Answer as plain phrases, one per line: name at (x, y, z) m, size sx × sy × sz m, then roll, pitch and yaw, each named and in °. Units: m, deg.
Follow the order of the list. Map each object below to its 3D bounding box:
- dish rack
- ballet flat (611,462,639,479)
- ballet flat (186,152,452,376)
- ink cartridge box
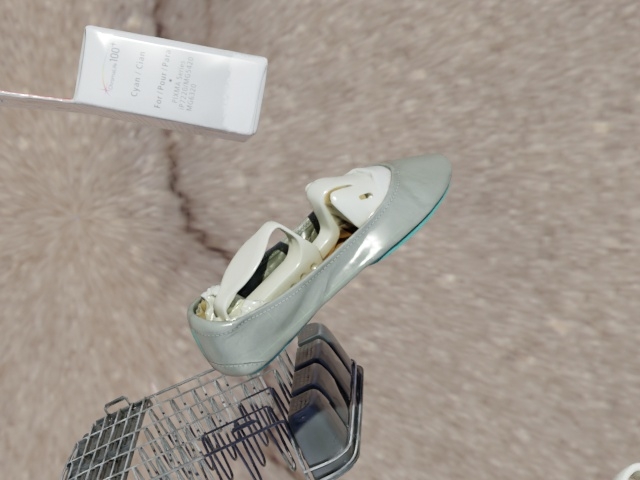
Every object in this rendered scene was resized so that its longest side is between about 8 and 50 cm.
dish rack at (-0.099, 0.173, 1.610) m, size 0.271 × 0.208 × 0.074 m, roll -24°, pitch 107°, yaw 11°
ballet flat at (0.287, 0.189, 1.241) m, size 0.182 × 0.164 × 0.483 m, roll 34°, pitch 65°, yaw 13°
ballet flat at (0.000, 0.000, 1.205) m, size 0.213 × 0.072 × 0.068 m, roll -44°, pitch 122°, yaw -14°
ink cartridge box at (-0.178, -0.129, 1.486) m, size 0.261 × 0.296 × 0.066 m, roll 9°, pitch 91°, yaw -4°
